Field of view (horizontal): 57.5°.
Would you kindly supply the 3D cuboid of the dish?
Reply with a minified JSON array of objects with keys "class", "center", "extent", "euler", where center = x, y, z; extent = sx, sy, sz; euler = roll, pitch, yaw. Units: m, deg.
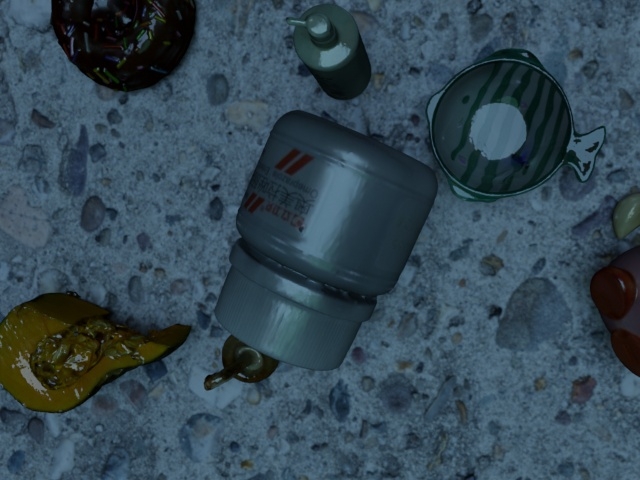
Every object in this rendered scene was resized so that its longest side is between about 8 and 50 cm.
[{"class":"dish","center":[0.273,-0.156,0.852],"extent":[0.246,0.078,0.224],"euler":[19,96,7]}]

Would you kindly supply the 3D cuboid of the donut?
[{"class":"donut","center":[-0.323,-0.351,0.916],"extent":[0.230,0.096,0.216],"euler":[44,98,3]}]

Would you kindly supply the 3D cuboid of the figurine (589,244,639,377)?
[{"class":"figurine","center":[0.471,0.083,0.797],"extent":[0.173,0.173,0.173],"euler":[1,94,8]}]

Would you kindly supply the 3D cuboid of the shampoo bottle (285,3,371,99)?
[{"class":"shampoo bottle","center":[0.019,-0.254,0.789],"extent":[0.085,0.262,0.085],"euler":[1,94,9]}]

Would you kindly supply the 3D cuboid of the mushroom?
[{"class":"mushroom","center":[-0.133,0.194,0.931],"extent":[0.130,0.073,0.088],"euler":[-24,106,-24]}]

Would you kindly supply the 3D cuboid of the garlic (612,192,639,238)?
[{"class":"garlic","center":[0.464,-0.042,0.853],"extent":[0.083,0.041,0.053],"euler":[-27,94,2]}]

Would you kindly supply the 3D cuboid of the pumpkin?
[{"class":"pumpkin","center":[-0.371,0.147,0.935],"extent":[0.281,0.139,0.190],"euler":[-29,90,7]}]

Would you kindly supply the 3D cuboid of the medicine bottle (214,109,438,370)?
[{"class":"medicine bottle","center":[0.000,0.000,0.817],"extent":[0.245,0.245,0.306],"euler":[24,97,6]}]
